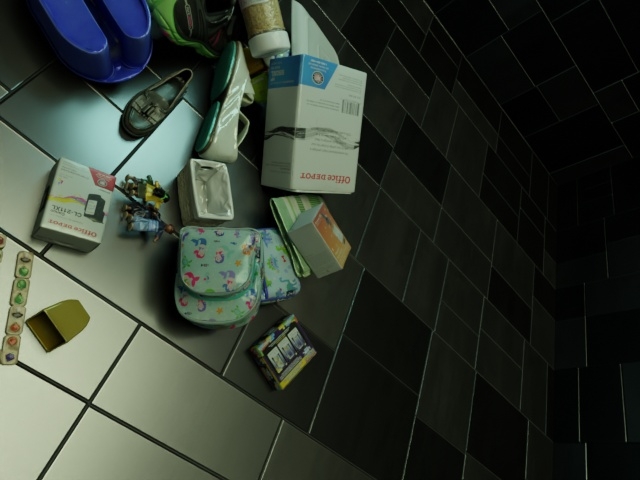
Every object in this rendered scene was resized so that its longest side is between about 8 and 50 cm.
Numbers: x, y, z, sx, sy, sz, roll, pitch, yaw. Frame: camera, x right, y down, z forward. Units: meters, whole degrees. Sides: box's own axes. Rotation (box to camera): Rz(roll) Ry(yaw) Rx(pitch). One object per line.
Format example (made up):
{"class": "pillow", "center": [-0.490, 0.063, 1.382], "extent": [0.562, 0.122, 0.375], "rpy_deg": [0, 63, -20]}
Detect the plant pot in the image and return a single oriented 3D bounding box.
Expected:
{"class": "plant pot", "center": [-0.529, 0.166, 0.984], "extent": [0.081, 0.082, 0.083], "rpy_deg": [59, 32, -8]}

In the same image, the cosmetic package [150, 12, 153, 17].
{"class": "cosmetic package", "center": [-0.450, -0.748, 1.331], "extent": [0.086, 0.231, 0.117], "rpy_deg": [17, 61, -39]}

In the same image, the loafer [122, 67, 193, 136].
{"class": "loafer", "center": [-0.438, -0.388, 1.298], "extent": [0.096, 0.084, 0.267], "rpy_deg": [44, 48, -23]}

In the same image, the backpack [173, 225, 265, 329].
{"class": "backpack", "center": [-0.250, 0.090, 1.186], "extent": [0.226, 0.191, 0.253], "rpy_deg": [3, 75, -4]}

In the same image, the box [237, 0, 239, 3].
{"class": "box", "center": [-0.239, -0.792, 1.576], "extent": [0.216, 0.060, 0.270], "rpy_deg": [50, 11, -16]}

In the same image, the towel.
{"class": "towel", "center": [-0.031, -0.029, 1.516], "extent": [0.325, 0.038, 0.247], "rpy_deg": [-19, 87, -63]}

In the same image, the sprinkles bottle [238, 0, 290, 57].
{"class": "sprinkles bottle", "center": [-0.188, -0.727, 1.394], "extent": [0.121, 0.121, 0.354], "rpy_deg": [-29, 110, -46]}

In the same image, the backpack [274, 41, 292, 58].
{"class": "backpack", "center": [-0.147, -0.638, 1.674], "extent": [0.084, 0.105, 0.114], "rpy_deg": [20, 55, -11]}

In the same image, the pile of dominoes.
{"class": "pile of dominoes", "center": [-0.663, 0.104, 0.906], "extent": [0.196, 0.040, 0.250], "rpy_deg": [14, 64, -40]}

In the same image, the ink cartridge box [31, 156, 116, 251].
{"class": "ink cartridge box", "center": [-0.547, -0.077, 1.070], "extent": [0.128, 0.072, 0.174], "rpy_deg": [21, 59, -38]}

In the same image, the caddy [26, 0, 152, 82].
{"class": "caddy", "center": [-0.569, -0.565, 1.186], "extent": [0.241, 0.179, 0.341], "rpy_deg": [-32, 97, -22]}

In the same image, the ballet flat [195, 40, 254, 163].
{"class": "ballet flat", "center": [-0.268, -0.404, 1.433], "extent": [0.139, 0.139, 0.399], "rpy_deg": [24, 66, -36]}

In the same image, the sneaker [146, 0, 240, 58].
{"class": "sneaker", "center": [-0.312, -0.656, 1.384], "extent": [0.185, 0.202, 0.482], "rpy_deg": [60, 17, -14]}

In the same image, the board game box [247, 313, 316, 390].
{"class": "board game box", "center": [-0.105, 0.313, 1.353], "extent": [0.170, 0.048, 0.141], "rpy_deg": [-38, 103, -46]}

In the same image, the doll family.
{"class": "doll family", "center": [-0.426, -0.084, 1.196], "extent": [0.112, 0.076, 0.192], "rpy_deg": [14, 68, -45]}

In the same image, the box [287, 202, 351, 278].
{"class": "box", "center": [0.000, 0.000, 1.409], "extent": [0.170, 0.091, 0.130], "rpy_deg": [57, 29, -19]}

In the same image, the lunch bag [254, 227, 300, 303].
{"class": "lunch bag", "center": [-0.161, 0.075, 1.372], "extent": [0.176, 0.090, 0.218], "rpy_deg": [-1, 73, -42]}

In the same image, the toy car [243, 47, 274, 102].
{"class": "toy car", "center": [-0.205, -0.531, 1.562], "extent": [0.136, 0.159, 0.181], "rpy_deg": [-28, 94, -83]}

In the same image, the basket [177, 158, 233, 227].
{"class": "basket", "center": [-0.316, -0.121, 1.291], "extent": [0.113, 0.103, 0.167], "rpy_deg": [2, 71, -43]}

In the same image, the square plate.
{"class": "square plate", "center": [-0.003, -0.658, 1.778], "extent": [0.344, 0.049, 0.346], "rpy_deg": [33, 51, -55]}

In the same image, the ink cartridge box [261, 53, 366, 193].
{"class": "ink cartridge box", "center": [-0.021, -0.354, 1.523], "extent": [0.286, 0.166, 0.394], "rpy_deg": [-2, 101, -44]}
